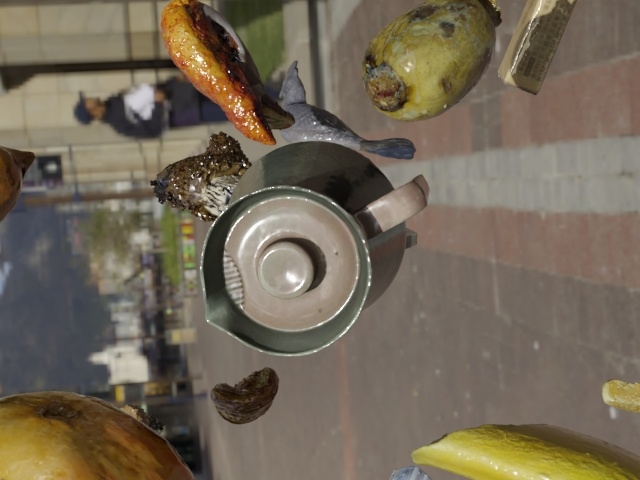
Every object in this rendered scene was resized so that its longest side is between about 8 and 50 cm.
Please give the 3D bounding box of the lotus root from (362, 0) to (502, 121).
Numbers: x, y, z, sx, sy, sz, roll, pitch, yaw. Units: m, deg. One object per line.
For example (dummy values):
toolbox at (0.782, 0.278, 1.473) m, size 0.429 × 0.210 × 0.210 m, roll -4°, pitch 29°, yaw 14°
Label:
lotus root at (0.166, -0.263, 1.499) m, size 0.278 × 0.154 × 0.154 m, roll -47°, pitch -24°, yaw -35°

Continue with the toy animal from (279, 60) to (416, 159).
toy animal at (-0.014, -0.173, 1.931) m, size 0.367 × 0.206 × 0.081 m, roll 41°, pitch -179°, yaw 42°

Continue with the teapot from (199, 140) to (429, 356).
teapot at (0.000, 0.000, 1.397) m, size 0.253 × 0.300 × 0.344 m, roll 60°, pitch -170°, yaw -6°

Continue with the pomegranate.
pomegranate at (-0.284, 0.328, 1.157) m, size 0.342 × 0.342 × 0.342 m, roll 176°, pitch 90°, yaw -82°

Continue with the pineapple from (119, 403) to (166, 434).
pineapple at (-0.286, 0.294, 1.783) m, size 0.124 × 0.058 × 0.058 m, roll 28°, pitch -126°, yaw -68°

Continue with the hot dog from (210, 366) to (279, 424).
hot dog at (-0.106, 0.226, 1.594) m, size 0.147 × 0.099 × 0.065 m, roll 104°, pitch 147°, yaw -73°

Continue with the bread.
bread at (-0.150, -0.254, 1.679) m, size 0.269 × 0.095 × 0.139 m, roll 56°, pitch -150°, yaw -6°

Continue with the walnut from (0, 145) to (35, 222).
walnut at (-0.590, -0.063, 1.704) m, size 0.209 × 0.336 × 0.209 m, roll 39°, pitch 145°, yaw 35°

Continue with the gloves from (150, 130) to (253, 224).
gloves at (-0.205, -0.113, 2.148) m, size 0.312 × 0.210 × 0.135 m, roll 14°, pitch 125°, yaw 42°

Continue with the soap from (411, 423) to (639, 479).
soap at (0.387, 0.373, 1.850) m, size 0.306 × 0.427 × 0.115 m, roll 15°, pitch -92°, yaw -68°

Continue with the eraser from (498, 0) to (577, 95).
eraser at (0.449, -0.461, 2.158) m, size 0.144 × 0.078 × 0.343 m, roll -76°, pitch 6°, yaw -75°

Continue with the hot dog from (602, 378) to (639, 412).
hot dog at (0.380, 0.190, 1.316) m, size 0.034 × 0.090 × 0.030 m, roll 85°, pitch -163°, yaw -62°

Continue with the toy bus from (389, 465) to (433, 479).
toy bus at (0.215, 0.516, 2.129) m, size 0.075 × 0.190 × 0.064 m, roll -31°, pitch 19°, yaw 44°

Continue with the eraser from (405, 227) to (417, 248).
eraser at (0.111, 0.004, 1.956) m, size 0.052 × 0.122 × 0.029 m, roll 30°, pitch 128°, yaw 46°
